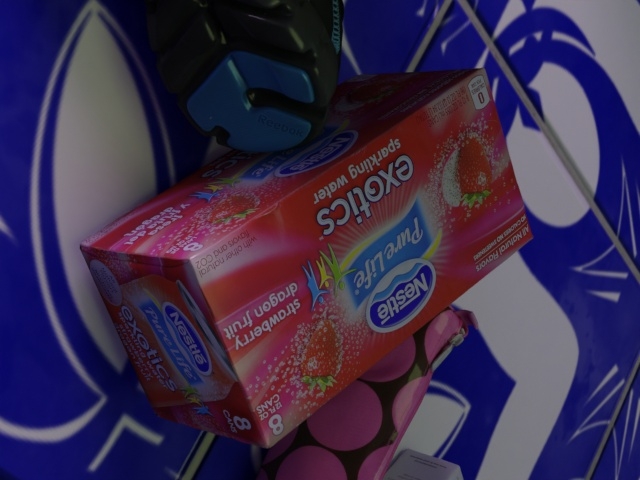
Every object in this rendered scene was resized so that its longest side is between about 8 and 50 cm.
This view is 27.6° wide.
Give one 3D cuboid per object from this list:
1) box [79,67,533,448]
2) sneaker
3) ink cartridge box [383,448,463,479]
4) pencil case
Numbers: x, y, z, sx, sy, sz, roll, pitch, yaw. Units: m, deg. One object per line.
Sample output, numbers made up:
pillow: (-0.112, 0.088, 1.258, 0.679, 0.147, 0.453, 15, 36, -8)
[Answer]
box: (0.000, 0.000, 0.812, 0.257, 0.123, 0.128, -34, 115, -33)
sneaker: (-0.080, -0.218, 0.741, 0.139, 0.125, 0.341, -69, 144, -51)
ink cartridge box: (0.062, 0.248, 1.021, 0.135, 0.056, 0.099, -44, 129, -34)
pencil case: (0.029, 0.126, 0.924, 0.209, 0.098, 0.095, -63, 154, -14)
